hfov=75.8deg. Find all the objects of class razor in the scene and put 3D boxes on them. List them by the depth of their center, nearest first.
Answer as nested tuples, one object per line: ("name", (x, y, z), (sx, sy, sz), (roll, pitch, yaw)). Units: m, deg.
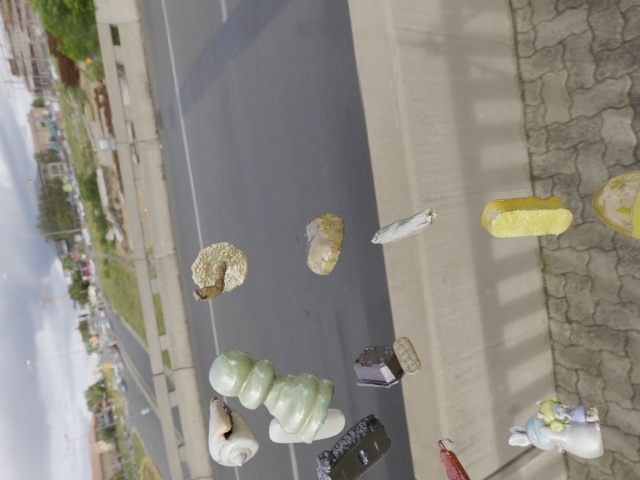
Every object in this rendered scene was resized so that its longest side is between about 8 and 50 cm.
("razor", (0.137, 0.866, 1.664), (0.107, 0.327, 0.189), (-5, 109, 58))

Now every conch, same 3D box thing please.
("conch", (-0.286, 0.591, 1.245), (0.158, 0.127, 0.255), (41, 168, -28))

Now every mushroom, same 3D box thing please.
("mushroom", (-0.412, 0.168, 1.672), (0.208, 0.233, 0.301), (-50, 31, 43))

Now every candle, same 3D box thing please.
("candle", (0.306, 0.516, 0.926), (0.162, 0.053, 0.048), (-120, 36, -59))

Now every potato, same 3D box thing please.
("potato", (0.000, 0.000, 1.112), (0.200, 0.081, 0.164), (-97, 30, -56))
("potato", (0.902, -0.115, 1.229), (0.158, 0.178, 0.203), (18, 111, 60))

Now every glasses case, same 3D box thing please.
("glasses case", (-0.033, 0.486, 1.079), (0.051, 0.204, 0.080), (-125, 41, -62))

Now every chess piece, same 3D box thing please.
("chess piece", (-0.107, 0.299, 0.838), (0.133, 0.243, 0.133), (-62, 4, 7))

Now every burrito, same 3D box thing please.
("burrito", (0.268, -0.040, 1.301), (0.059, 0.082, 0.275), (52, 147, -7))

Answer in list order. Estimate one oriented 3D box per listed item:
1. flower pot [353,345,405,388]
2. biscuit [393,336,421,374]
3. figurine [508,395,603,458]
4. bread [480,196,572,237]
("flower pot", (0.229, 0.482, 1.618), (0.084, 0.179, 0.251), (55, 145, -9))
("biscuit", (0.314, 0.418, 1.497), (0.018, 0.071, 0.147), (49, -164, -48))
("figurine", (0.648, 0.526, 1.156), (0.236, 0.127, 0.155), (-8, 123, 30))
("bread", (0.588, -0.070, 1.186), (0.094, 0.246, 0.101), (-95, 1, -57))
